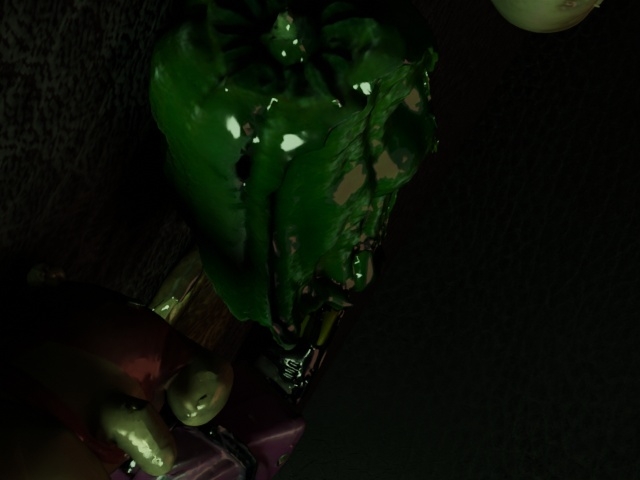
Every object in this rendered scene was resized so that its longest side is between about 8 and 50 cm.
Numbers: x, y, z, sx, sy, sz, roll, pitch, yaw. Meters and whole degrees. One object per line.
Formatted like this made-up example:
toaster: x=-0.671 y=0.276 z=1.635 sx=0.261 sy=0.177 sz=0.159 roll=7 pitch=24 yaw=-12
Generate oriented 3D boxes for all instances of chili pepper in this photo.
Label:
chili pepper: x=-0.022 y=-0.060 z=0.745 sx=0.213 sy=0.167 sz=0.385 roll=-42 pitch=159 yaw=-15

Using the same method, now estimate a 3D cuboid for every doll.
doll: x=-0.178 y=0.142 z=0.584 sx=0.256 sy=0.152 sz=0.196 roll=-51 pitch=167 yaw=-46

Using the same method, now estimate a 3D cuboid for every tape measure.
tape measure: x=-0.146 y=0.240 z=0.952 sx=0.231 sy=0.149 sz=0.245 roll=-16 pitch=140 yaw=-53
tape measure: x=-0.042 y=0.156 z=1.525 sx=0.186 sy=0.112 sz=0.199 roll=-50 pitch=163 yaw=-80

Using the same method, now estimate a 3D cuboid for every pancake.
pancake: x=-0.141 y=0.096 z=1.038 sx=0.286 sy=0.033 sz=0.288 roll=-56 pitch=170 yaw=-13

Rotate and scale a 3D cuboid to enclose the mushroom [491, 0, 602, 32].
mushroom: x=0.414 y=-0.483 z=1.501 sx=0.353 sy=0.353 sz=0.325 roll=10 pitch=78 yaw=-80
